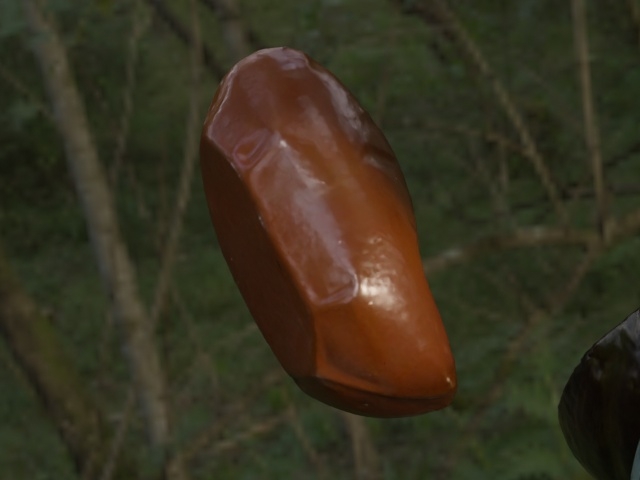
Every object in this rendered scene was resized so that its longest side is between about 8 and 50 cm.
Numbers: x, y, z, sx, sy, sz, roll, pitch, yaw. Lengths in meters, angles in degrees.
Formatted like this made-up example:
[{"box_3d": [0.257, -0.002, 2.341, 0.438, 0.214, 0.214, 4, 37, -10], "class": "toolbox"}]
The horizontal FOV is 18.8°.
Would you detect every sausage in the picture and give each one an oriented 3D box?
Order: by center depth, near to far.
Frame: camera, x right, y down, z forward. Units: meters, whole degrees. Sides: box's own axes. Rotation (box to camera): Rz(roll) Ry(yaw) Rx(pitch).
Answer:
[{"box_3d": [0.000, 0.000, 0.857, 0.089, 0.179, 0.089, -21, -18, -7], "class": "sausage"}]

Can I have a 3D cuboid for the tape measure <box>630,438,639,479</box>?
[{"box_3d": [0.256, 0.099, 0.703, 0.275, 0.256, 0.147, -24, 48, 8], "class": "tape measure"}]

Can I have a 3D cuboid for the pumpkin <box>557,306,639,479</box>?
[{"box_3d": [0.261, 0.110, 1.124, 0.148, 0.169, 0.312, 22, -47, -35], "class": "pumpkin"}]
